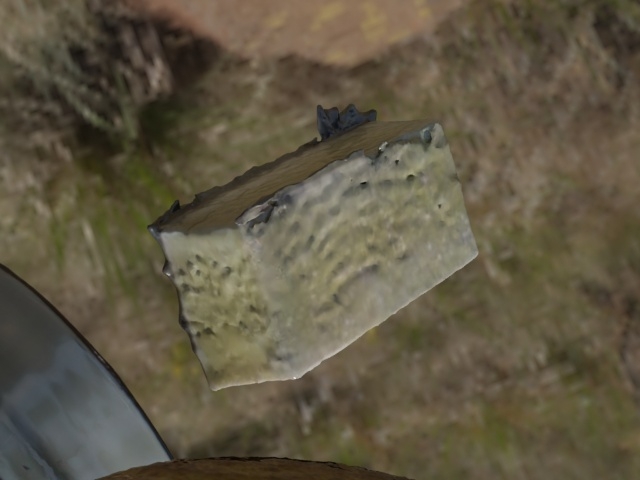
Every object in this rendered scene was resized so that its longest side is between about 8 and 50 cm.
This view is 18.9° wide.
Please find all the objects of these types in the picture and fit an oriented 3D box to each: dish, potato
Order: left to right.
[{"bbox_3d":[-0.221,0.157,1.406,0.106,0.316,0.316,-42,167,-25],"label":"dish"},{"bbox_3d":[0.002,-0.001,0.755,0.122,0.086,0.061,-30,-159,-34],"label":"potato"}]

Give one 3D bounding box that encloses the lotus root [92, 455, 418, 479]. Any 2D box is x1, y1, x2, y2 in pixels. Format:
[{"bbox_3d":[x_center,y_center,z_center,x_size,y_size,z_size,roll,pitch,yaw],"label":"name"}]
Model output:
[{"bbox_3d":[0.003,0.106,0.499,0.190,0.094,0.108,-3,141,-17],"label":"lotus root"}]
